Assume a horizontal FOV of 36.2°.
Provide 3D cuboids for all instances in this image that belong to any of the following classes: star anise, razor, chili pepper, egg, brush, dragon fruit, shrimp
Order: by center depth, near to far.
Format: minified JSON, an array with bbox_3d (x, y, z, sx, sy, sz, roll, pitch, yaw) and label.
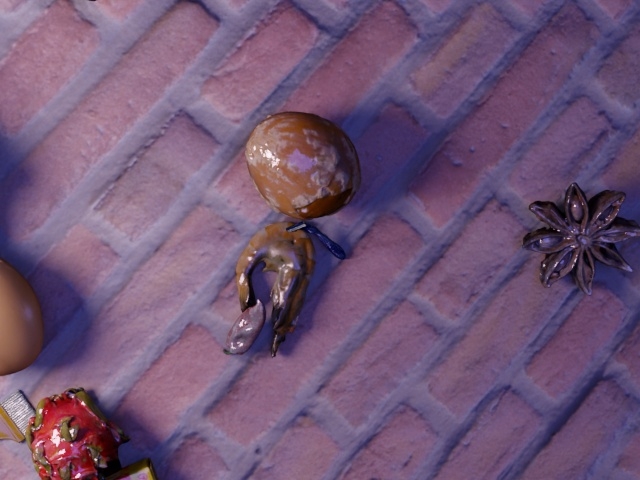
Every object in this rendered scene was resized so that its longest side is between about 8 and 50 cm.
[{"bbox_3d":[-0.584,0.128,1.673,0.201,0.201,0.244,-46,103,-7],"label":"egg"},{"bbox_3d":[-0.432,0.348,1.733,0.166,0.160,0.172,-22,84,-28],"label":"dragon fruit"},{"bbox_3d":[-0.608,0.361,1.771,0.205,0.011,0.083,-34,99,-8],"label":"brush"},{"bbox_3d":[-0.033,-0.137,1.780,0.233,0.195,0.195,33,84,-42],"label":"egg"},{"bbox_3d":[-0.136,0.164,1.819,0.050,0.041,0.153,29,118,-7],"label":"chili pepper"},{"bbox_3d":[-0.095,0.086,1.847,0.145,0.059,0.254,20,87,-9],"label":"shrimp"},{"bbox_3d":[0.000,-0.004,1.850,0.154,0.044,0.028,33,45,-43],"label":"razor"},{"bbox_3d":[0.513,-0.017,1.948,0.223,0.109,0.236,-29,113,13],"label":"star anise"}]

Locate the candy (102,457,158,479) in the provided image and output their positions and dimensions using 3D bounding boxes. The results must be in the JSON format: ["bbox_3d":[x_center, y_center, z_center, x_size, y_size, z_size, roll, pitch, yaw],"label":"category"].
[{"bbox_3d":[-0.413,0.516,1.777,0.276,0.088,0.146,-22,95,-10],"label":"candy"}]
